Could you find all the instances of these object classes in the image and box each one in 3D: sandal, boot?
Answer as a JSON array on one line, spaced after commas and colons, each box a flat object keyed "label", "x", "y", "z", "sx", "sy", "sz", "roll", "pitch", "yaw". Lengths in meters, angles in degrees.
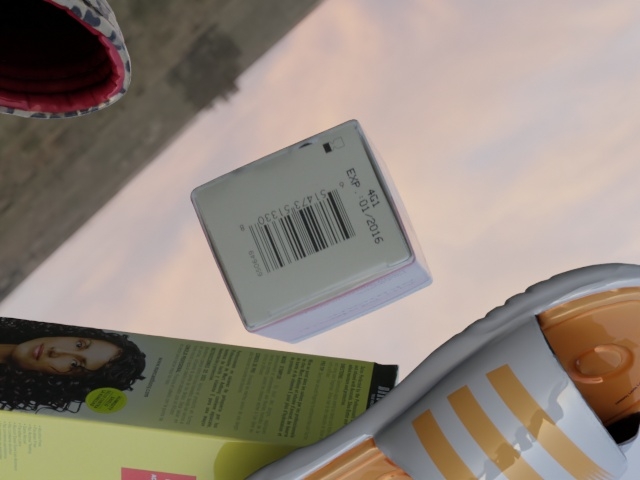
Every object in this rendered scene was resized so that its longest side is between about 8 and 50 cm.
[{"label": "sandal", "x": 0.058, "y": 0.109, "z": 0.720, "sx": 0.265, "sy": 0.102, "sz": 0.076, "roll": -36, "pitch": -136, "yaw": 23}, {"label": "boot", "x": -0.305, "y": -0.249, "z": 1.240, "sx": 0.138, "sy": 0.377, "sz": 0.284, "roll": -45, "pitch": -137, "yaw": 28}]

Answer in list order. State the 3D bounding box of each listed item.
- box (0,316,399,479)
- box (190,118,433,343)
[{"label": "box", "x": -0.080, "y": 0.090, "z": 0.826, "sx": 0.232, "sy": 0.058, "sz": 0.087, "roll": 6, "pitch": -151, "yaw": 3}, {"label": "box", "x": 0.000, "y": 0.000, "z": 1.415, "sx": 0.149, "sy": 0.127, "sz": 0.232, "roll": -24, "pitch": 171, "yaw": 5}]
